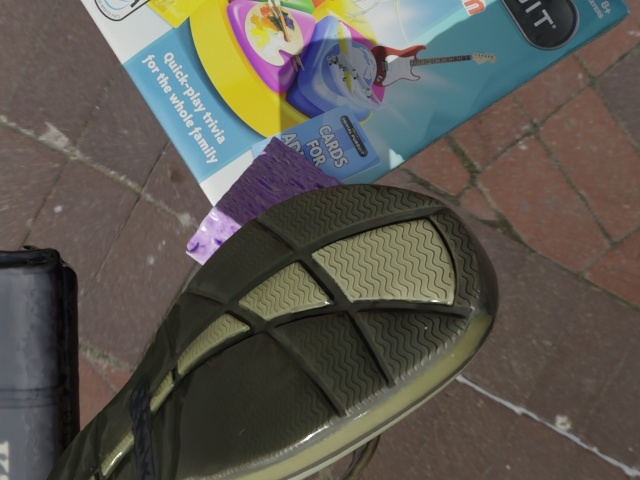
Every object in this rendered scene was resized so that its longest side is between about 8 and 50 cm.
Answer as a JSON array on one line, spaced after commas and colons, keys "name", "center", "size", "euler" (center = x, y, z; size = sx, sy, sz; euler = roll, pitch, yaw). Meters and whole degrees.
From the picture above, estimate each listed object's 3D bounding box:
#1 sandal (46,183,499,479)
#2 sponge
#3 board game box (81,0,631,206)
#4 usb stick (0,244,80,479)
[{"name": "sandal", "center": [-0.033, 0.086, 0.415], "size": [0.086, 0.120, 0.303], "euler": [23, 129, -30]}, {"name": "sponge", "center": [0.000, 0.000, 0.534], "size": [0.117, 0.210, 0.031], "euler": [34, 105, -5]}, {"name": "board game box", "center": [0.020, -0.180, 0.728], "size": [0.336, 0.079, 0.254], "euler": [-33, 90, 7]}, {"name": "usb stick", "center": [-0.170, 0.141, 0.516], "size": [0.077, 0.045, 0.278], "euler": [-1, 92, -3]}]
